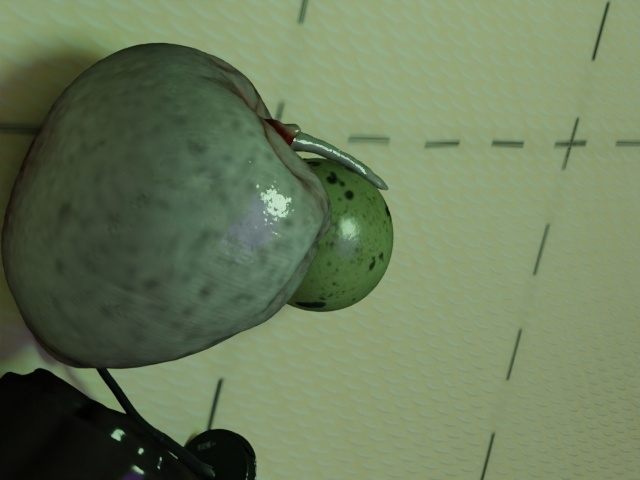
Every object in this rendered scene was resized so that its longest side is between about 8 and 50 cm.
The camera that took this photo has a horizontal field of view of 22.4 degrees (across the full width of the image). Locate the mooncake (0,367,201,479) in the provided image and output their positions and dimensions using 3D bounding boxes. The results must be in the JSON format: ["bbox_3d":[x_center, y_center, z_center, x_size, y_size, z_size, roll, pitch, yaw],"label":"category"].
[{"bbox_3d":[-0.228,0.244,1.658,0.141,0.283,0.283,-57,142,-10],"label":"mooncake"}]

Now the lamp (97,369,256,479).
[{"bbox_3d":[-0.203,0.181,1.847,0.371,0.130,0.108,49,24,-35],"label":"lamp"}]

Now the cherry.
[{"bbox_3d":[-0.148,-0.022,1.571,0.335,0.326,0.291,-57,134,-14],"label":"cherry"}]

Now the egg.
[{"bbox_3d":[0.000,0.000,1.901,0.177,0.177,0.228,-57,159,-14],"label":"egg"}]
